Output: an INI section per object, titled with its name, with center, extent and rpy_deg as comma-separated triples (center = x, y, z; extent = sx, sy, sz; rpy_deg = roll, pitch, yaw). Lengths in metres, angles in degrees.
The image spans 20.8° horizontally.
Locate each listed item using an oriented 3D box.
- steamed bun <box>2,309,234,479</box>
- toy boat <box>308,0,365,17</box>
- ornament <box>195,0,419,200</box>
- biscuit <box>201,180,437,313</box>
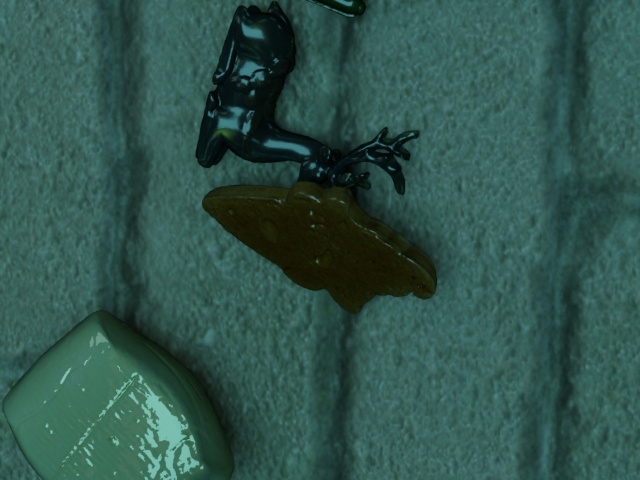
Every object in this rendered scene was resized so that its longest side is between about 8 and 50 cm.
[steamed bun]
center = -0.216, 0.211, 1.961
extent = 0.200, 0.155, 0.250
rpy_deg = -44, 82, 12
[toy boat]
center = -0.023, -0.319, 1.888
extent = 0.210, 0.052, 0.104
rpy_deg = 23, 87, 8
[ornament]
center = 0.000, -0.140, 1.899
extent = 0.236, 0.080, 0.202
rpy_deg = 21, 107, 10
[biscuit]
center = 0.000, 0.000, 1.904
extent = 0.280, 0.043, 0.183
rpy_deg = 22, 139, 18
